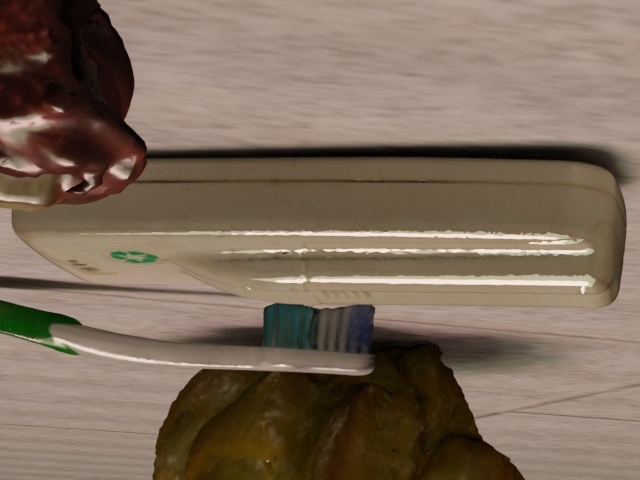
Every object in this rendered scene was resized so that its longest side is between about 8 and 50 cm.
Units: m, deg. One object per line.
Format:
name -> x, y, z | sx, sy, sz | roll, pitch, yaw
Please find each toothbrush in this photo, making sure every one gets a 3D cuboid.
toothbrush -> -0.177, 0.042, 1.041 | 0.418, 0.040, 0.042 | 3, 176, -5

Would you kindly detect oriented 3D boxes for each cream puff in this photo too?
cream puff -> 0.017, 0.161, 1.220 | 0.244, 0.196, 0.244 | 3, 168, 1

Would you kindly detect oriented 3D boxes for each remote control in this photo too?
remote control -> 0.000, -0.001, 0.761 | 0.230, 0.049, 0.090 | 1, 167, 15

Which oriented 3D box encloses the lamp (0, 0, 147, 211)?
lamp -> -0.166, -0.003, 0.521 | 0.215, 0.151, 0.223 | 2, 168, -20
